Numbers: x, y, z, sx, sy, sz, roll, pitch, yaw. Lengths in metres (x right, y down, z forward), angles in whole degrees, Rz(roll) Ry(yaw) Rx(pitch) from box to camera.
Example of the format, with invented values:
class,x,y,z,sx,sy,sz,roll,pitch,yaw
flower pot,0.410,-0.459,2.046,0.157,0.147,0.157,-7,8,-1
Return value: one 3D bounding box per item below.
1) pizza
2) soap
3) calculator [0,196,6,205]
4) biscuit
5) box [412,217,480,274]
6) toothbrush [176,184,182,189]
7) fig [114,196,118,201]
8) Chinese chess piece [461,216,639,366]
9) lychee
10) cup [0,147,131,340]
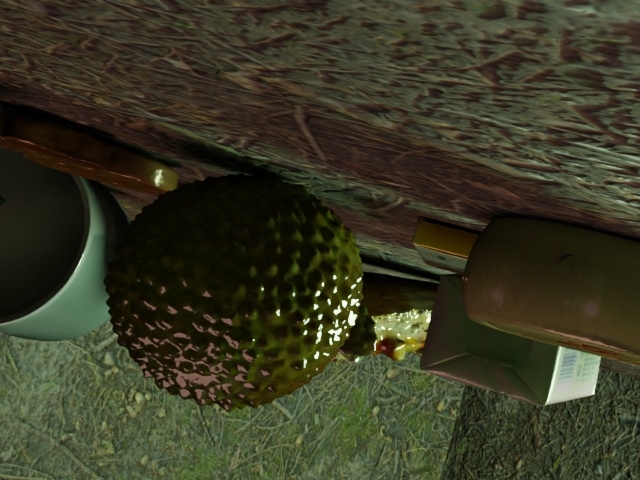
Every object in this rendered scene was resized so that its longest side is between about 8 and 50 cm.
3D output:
class,x,y,z,sx,sy,sz,roll,pitch,yaw
pizza,0.068,0.136,2.303,0.439,0.130,0.406,8,-166,28
soap,0.255,0.123,1.858,0.182,0.138,0.199,13,-175,28
calculator,-0.461,-0.111,1.457,0.274,0.058,0.248,38,176,-32
biscuit,-0.286,-0.104,1.687,0.202,0.044,0.288,12,173,33
box,0.177,0.018,1.661,0.129,0.033,0.247,14,176,8
toothbrush,-0.236,-0.075,1.993,0.275,0.025,0.019,12,175,36
fig,-0.453,-0.073,2.427,0.259,0.151,0.151,43,175,0
Chinese chess piece,0.268,0.058,1.383,0.273,0.102,0.273,16,175,1
lychee,-0.084,0.054,1.566,0.270,0.270,0.320,13,-160,28
cup,-0.431,-0.025,2.016,0.357,0.259,0.274,49,180,17
